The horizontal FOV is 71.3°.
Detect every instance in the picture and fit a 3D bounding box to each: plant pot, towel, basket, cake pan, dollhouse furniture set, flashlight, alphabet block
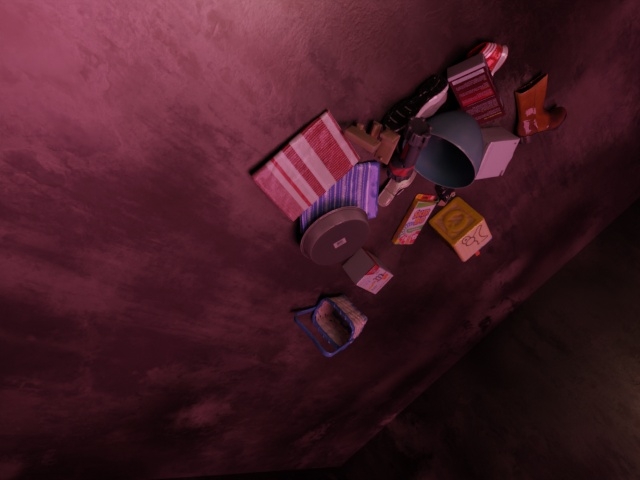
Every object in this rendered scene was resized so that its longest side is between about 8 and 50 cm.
[{"bbox_3d":[0.477,-0.360,1.642,0.195,0.290,0.290,-55,143,-16],"label":"plant pot"},{"bbox_3d":[0.078,-0.157,1.667,0.336,0.040,0.243,-16,125,-25],"label":"towel"},{"bbox_3d":[0.054,0.390,2.039,0.289,0.255,0.201,-11,137,-44],"label":"basket"},{"bbox_3d":[0.065,-0.008,1.710,0.293,0.054,0.293,-20,145,-15],"label":"cake pan"},{"bbox_3d":[0.161,-0.317,1.523,0.151,0.144,0.123,-44,162,-43],"label":"dollhouse furniture set"},{"bbox_3d":[0.308,-0.321,1.582,0.103,0.103,0.304,10,157,2],"label":"flashlight"},{"bbox_3d":[-0.043,-0.246,1.498,0.329,0.037,0.237,-42,131,-1],"label":"towel"},{"bbox_3d":[0.662,-0.052,2.108,0.192,0.193,0.197,-43,140,4],"label":"alphabet block"}]

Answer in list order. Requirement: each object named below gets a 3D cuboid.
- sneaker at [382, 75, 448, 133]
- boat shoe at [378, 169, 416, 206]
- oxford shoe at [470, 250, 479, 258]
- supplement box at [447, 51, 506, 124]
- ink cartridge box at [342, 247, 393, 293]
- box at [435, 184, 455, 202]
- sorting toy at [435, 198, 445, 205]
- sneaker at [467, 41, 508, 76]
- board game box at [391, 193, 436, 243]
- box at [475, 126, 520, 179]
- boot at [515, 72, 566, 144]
[{"bbox_3d":[0.339,-0.450,1.562,0.271,0.100,0.108,-36,146,-1],"label":"sneaker"},{"bbox_3d":[0.301,-0.222,1.799,0.206,0.075,0.065,-48,-177,4],"label":"boat shoe"},{"bbox_3d":[0.761,0.041,2.350,0.098,0.097,0.271,-39,141,11],"label":"oxford shoe"},{"bbox_3d":[0.555,-0.526,1.584,0.130,0.073,0.239,-16,135,31],"label":"supplement box"},{"bbox_3d":[0.215,0.139,2.013,0.128,0.127,0.176,-48,140,12],"label":"ink cartridge box"},{"bbox_3d":[0.553,-0.219,1.975,0.062,0.052,0.083,-39,140,0],"label":"box"},{"bbox_3d":[0.558,-0.186,2.042,0.083,0.012,0.062,4,131,-43],"label":"sorting toy"},{"bbox_3d":[0.559,-0.609,1.606,0.128,0.087,0.221,9,128,-17],"label":"sneaker"},{"bbox_3d":[0.427,-0.093,2.022,0.124,0.039,0.259,0,125,-37],"label":"board game box"},{"bbox_3d":[0.710,-0.371,1.892,0.182,0.119,0.181,-11,133,-28],"label":"box"},{"bbox_3d":[0.943,-0.588,1.908,0.264,0.096,0.280,-27,133,-1],"label":"boot"}]
